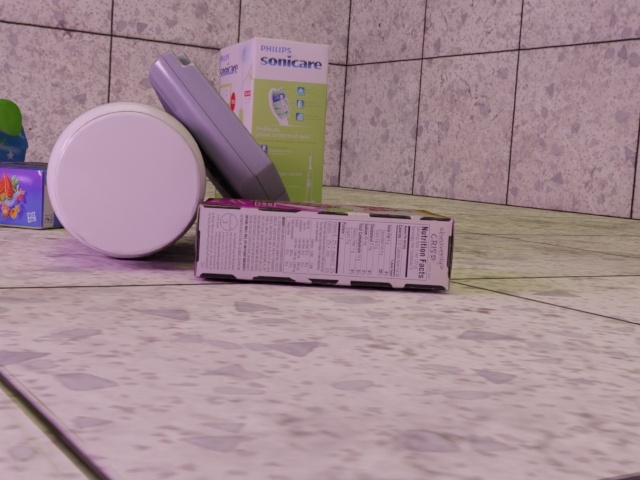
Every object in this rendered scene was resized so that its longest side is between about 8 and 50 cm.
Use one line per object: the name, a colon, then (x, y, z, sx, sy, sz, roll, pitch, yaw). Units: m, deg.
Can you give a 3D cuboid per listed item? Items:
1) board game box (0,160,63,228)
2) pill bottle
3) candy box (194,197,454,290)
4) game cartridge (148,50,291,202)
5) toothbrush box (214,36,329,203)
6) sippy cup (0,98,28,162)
board game box: (-0.423, -0.074, 1.379, 0.233, 0.078, 0.347, 5, 5, 15)
pill bottle: (-0.206, -0.067, 0.988, 0.160, 0.160, 0.283, 2, 5, -13)
candy box: (0.000, 0.000, 0.899, 0.233, 0.071, 0.159, 4, 5, -4)
game cartridge: (-0.109, -0.093, 1.105, 0.062, 0.198, 0.297, -33, -9, -6)
toothbrush box: (-0.081, -0.158, 1.431, 0.122, 0.283, 0.206, 2, 6, -21)
sippy cup: (-0.638, -0.166, 1.577, 0.305, 0.240, 0.224, 30, 9, 38)
